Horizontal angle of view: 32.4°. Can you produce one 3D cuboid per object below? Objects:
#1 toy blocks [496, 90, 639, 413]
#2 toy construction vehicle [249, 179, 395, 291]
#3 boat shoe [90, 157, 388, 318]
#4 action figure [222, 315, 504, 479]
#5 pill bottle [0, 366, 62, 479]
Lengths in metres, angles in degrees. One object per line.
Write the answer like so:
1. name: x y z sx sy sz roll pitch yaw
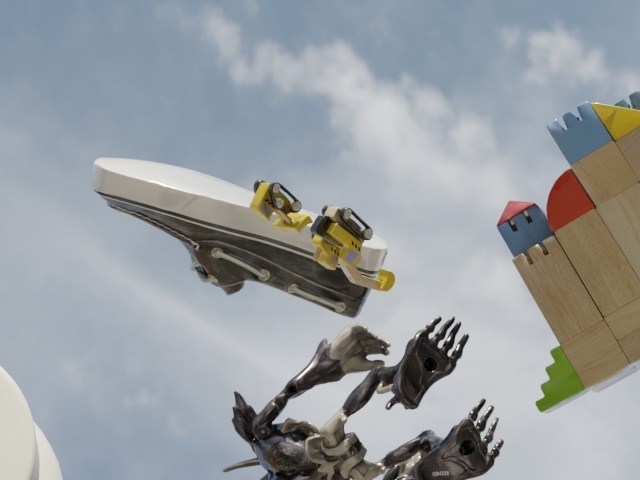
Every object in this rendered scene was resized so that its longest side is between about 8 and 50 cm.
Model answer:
1. toy blocks: 0.325 -0.035 1.081 0.381 0.191 0.261 -32 -110 13
2. toy construction vehicle: 0.000 0.000 0.793 0.098 0.086 0.035 43 -110 -36
3. boat shoe: -0.087 0.003 1.087 0.301 0.108 0.102 18 -78 -15
4. action figure: 0.034 0.159 0.900 0.275 0.141 0.164 -31 -92 51
5. pill bottle: -0.228 0.176 0.639 0.162 0.162 0.278 7 -34 -8
